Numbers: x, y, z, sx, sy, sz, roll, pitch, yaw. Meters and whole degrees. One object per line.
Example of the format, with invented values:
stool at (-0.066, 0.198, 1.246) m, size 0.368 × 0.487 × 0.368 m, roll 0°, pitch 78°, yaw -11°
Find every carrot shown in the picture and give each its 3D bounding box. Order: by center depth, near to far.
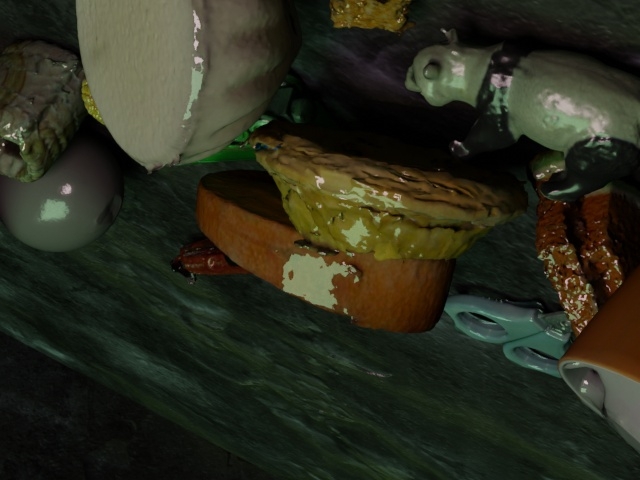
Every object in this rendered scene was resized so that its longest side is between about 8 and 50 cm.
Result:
carrot at (0.000, 0.000, 1.330) m, size 0.307 × 0.100 × 0.258 m, roll 22°, pitch -166°, yaw 26°

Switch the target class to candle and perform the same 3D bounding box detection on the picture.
candle at (-0.152, 0.021, 1.799) m, size 0.084 × 0.059 × 0.301 m, roll 53°, pitch 151°, yaw -19°

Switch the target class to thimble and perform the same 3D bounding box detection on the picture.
thimble at (-0.372, -0.166, 1.557) m, size 0.137 × 0.143 × 0.190 m, roll 42°, pitch 156°, yaw -25°

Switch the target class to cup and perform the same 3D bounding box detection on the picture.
cup at (0.308, 0.057, 0.960) m, size 0.182 × 0.264 × 0.226 m, roll 37°, pitch 168°, yaw -14°

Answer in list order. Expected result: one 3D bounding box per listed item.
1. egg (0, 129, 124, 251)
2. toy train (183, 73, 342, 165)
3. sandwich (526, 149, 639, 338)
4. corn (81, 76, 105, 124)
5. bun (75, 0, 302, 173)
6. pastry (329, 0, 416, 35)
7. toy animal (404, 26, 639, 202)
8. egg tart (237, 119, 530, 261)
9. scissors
egg at (-0.364, -0.072, 1.711) m, size 0.176 × 0.176 × 0.232 m, roll 41°, pitch 153°, yaw -25°
toy train at (-0.101, -0.121, 1.338) m, size 0.251 × 0.085 × 0.119 m, roll -1°, pitch 150°, yaw 34°
sandwich at (0.271, 0.015, 1.116) m, size 0.079 × 0.159 × 0.235 m, roll -25°, pitch 94°, yaw 36°
corn at (-0.213, -0.161, 1.472) m, size 0.165 × 0.063 × 0.085 m, roll 15°, pitch 129°, yaw 32°
bun at (-0.097, -0.200, 1.077) m, size 0.263 × 0.175 × 0.263 m, roll 26°, pitch 122°, yaw 52°
pastry at (0.047, -0.217, 1.001) m, size 0.080 × 0.056 × 0.140 m, roll 17°, pitch 155°, yaw 5°
toy animal at (0.178, -0.111, 1.011) m, size 0.225 × 0.094 × 0.121 m, roll 25°, pitch 156°, yaw 20°
egg tart at (0.053, -0.039, 1.152) m, size 0.290 × 0.107 × 0.291 m, roll 12°, pitch -170°, yaw -2°
scissors at (0.281, 0.093, 1.421) m, size 0.191 × 0.029 × 0.360 m, roll 31°, pitch 157°, yaw -12°
